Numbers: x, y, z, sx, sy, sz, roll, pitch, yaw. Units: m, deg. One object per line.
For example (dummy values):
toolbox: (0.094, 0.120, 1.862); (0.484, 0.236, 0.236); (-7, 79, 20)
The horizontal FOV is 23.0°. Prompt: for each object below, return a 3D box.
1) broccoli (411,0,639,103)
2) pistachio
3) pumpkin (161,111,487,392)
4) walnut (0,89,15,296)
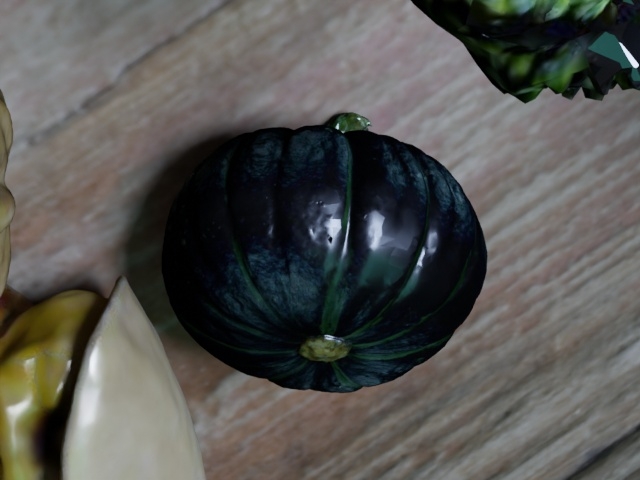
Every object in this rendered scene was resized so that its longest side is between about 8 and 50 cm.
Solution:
broccoli: (0.074, -0.221, 0.613); (0.317, 0.338, 0.277); (-12, 128, -2)
pistachio: (-0.157, 0.146, 0.946); (0.187, 0.187, 0.299); (-14, 131, -21)
pumpkin: (-0.001, 0.012, 0.917); (0.194, 0.150, 0.194); (-10, 129, -13)
walnut: (-0.241, -0.022, 0.700); (0.213, 0.213, 0.213); (-18, 138, -17)
